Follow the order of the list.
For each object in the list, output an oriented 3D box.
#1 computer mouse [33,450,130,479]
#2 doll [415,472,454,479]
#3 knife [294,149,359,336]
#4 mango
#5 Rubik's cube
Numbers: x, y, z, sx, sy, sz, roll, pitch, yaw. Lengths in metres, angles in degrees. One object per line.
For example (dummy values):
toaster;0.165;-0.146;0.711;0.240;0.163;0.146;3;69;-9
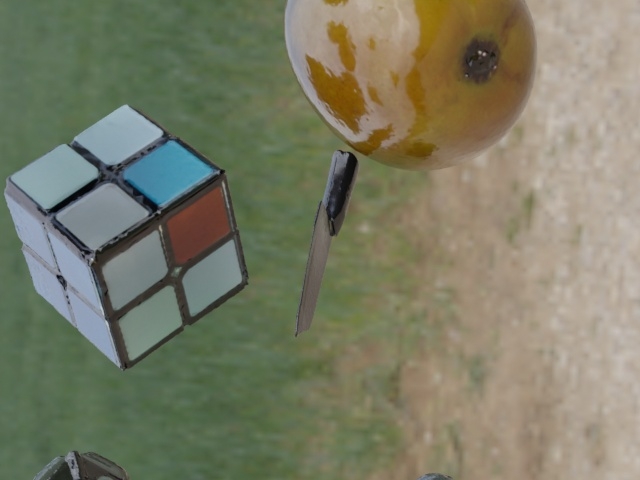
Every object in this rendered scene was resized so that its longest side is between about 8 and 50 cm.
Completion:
computer mouse;-0.173;0.258;1.385;0.062;0.106;0.192;-37;62;50
doll;0.135;0.461;2.252;0.158;0.246;0.340;84;173;-64
knife;0.000;0.000;1.787;0.060;0.028;0.230;72;-153;-53
mango;0.077;-0.192;1.811;0.264;0.221;0.378;51;172;-12
Rubik's cube;-0.202;-0.006;1.910;0.167;0.180;0.183;38;150;35
